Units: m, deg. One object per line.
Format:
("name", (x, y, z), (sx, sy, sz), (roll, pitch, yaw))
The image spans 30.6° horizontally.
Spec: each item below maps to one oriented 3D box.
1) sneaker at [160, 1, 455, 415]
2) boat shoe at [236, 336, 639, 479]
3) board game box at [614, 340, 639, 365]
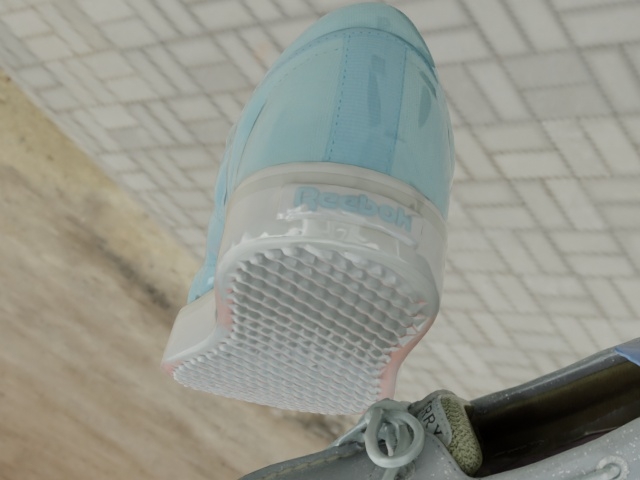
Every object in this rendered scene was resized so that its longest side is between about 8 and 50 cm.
("sneaker", (0.000, 0.000, 0.638), (0.135, 0.150, 0.366), (17, 159, -9))
("boat shoe", (0.099, 0.087, 0.502), (0.320, 0.118, 0.103), (-13, 102, 11))
("board game box", (0.139, 0.054, 0.232), (0.133, 0.033, 0.169), (5, -172, -8))
